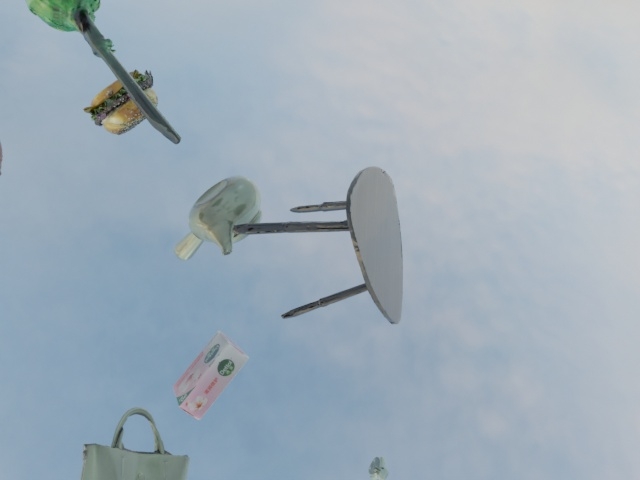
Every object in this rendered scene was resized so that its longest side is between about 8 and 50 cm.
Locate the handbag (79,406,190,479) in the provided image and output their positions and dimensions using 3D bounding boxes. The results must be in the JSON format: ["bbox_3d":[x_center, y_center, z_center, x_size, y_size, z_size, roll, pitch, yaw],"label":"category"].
[{"bbox_3d":[-0.330,0.462,0.841,0.241,0.109,0.315,41,-139,-48],"label":"handbag"}]

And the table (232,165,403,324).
[{"bbox_3d":[0.000,0.000,0.923,0.249,0.317,0.317,-8,-133,24],"label":"table"}]

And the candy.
[{"bbox_3d":[-0.267,-0.235,0.578,0.097,0.097,0.323,-30,-105,-34],"label":"candy"}]

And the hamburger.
[{"bbox_3d":[-0.429,-0.301,1.038,0.093,0.164,0.189,53,-172,-21],"label":"hamburger"}]

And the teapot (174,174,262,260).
[{"bbox_3d":[-0.280,-0.061,1.269,0.220,0.318,0.149,-50,-63,-30],"label":"teapot"}]

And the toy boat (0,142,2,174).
[{"bbox_3d":[-0.768,-0.163,1.019,0.099,0.141,0.318,-15,-122,10],"label":"toy boat"}]

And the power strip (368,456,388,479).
[{"bbox_3d":[0.128,0.523,1.077,0.035,0.083,0.055,35,-103,-4],"label":"power strip"}]

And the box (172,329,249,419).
[{"bbox_3d":[-0.184,0.219,0.777,0.043,0.089,0.125,43,-104,-21],"label":"box"}]
